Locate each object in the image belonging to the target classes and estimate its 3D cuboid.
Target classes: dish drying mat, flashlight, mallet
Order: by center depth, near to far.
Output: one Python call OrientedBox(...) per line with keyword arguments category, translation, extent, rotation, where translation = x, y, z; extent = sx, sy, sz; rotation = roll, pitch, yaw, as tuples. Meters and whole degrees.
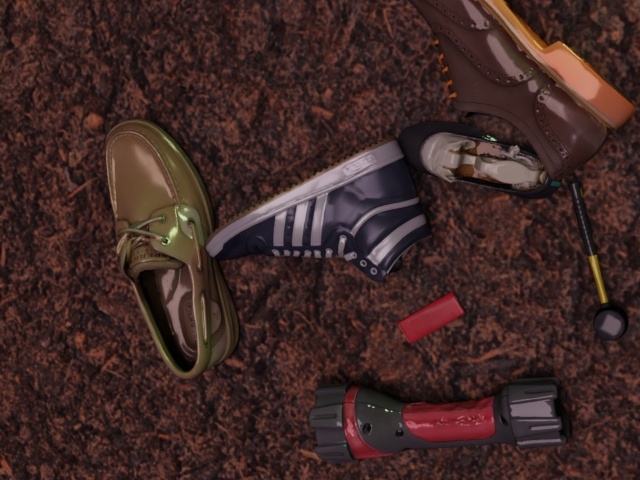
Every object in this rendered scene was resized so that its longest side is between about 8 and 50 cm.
OrientedBox(category="mallet", translation=(0.315, 0.025, 1.246), extent=(0.039, 0.062, 0.190), rotation=(-15, 95, 19))
OrientedBox(category="flashlight", translation=(0.142, 0.213, 1.317), extent=(0.304, 0.103, 0.103), rotation=(-9, 94, 20))
OrientedBox(category="dish drying mat", translation=(0.138, 0.096, 1.345), extent=(0.083, 0.008, 0.032), rotation=(-32, 89, 21))

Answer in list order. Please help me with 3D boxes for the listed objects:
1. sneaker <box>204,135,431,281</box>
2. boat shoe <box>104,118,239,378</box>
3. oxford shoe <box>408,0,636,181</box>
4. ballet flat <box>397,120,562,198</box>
OrientedBox(category="sneaker", translation=(0.000, 0.000, 1.324), extent=(0.282, 0.099, 0.153), rotation=(-27, 92, 20))
OrientedBox(category="boat shoe", translation=(-0.199, 0.008, 1.382), extent=(0.121, 0.110, 0.341), rotation=(-20, 94, 20))
OrientedBox(category="oxford shoe", translation=(0.168, -0.215, 1.201), extent=(0.363, 0.130, 0.133), rotation=(43, 107, 14))
OrientedBox(category="ballet flat", translation=(0.182, -0.095, 1.263), extent=(0.203, 0.074, 0.074), rotation=(16, 105, 15))
